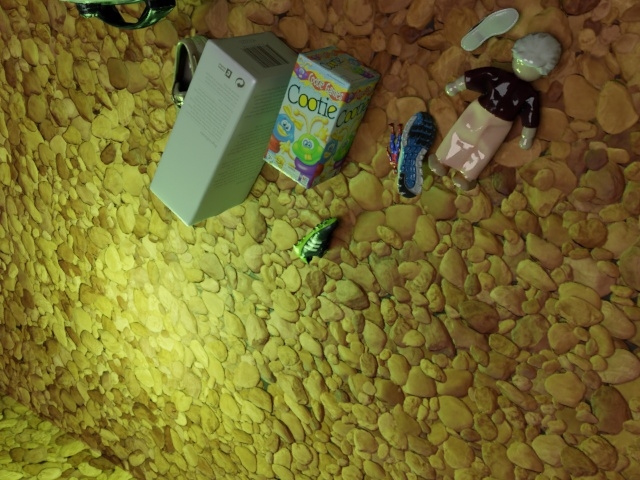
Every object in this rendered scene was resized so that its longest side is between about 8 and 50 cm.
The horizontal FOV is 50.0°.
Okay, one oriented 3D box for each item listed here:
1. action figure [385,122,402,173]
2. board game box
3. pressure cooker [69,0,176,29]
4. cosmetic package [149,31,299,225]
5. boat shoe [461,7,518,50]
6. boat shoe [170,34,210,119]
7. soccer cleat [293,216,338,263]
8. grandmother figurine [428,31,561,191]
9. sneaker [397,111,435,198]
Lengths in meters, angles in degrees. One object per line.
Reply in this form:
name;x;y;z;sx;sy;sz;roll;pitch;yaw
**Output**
action figure;0.170;-0.207;1.562;0.038;0.030;0.115;7;115;27
board game box;0.001;-0.281;1.573;0.142;0.144;0.275;35;126;17
pressure cooker;-0.474;-0.701;1.573;0.376;0.370;0.420;-6;112;-1
cosmetic package;-0.226;-0.270;1.684;0.161;0.230;0.453;42;127;14
boat shoe;0.334;-0.419;1.351;0.046;0.038;0.125;46;132;-14
boat shoe;-0.349;-0.385;1.803;0.109;0.098;0.302;27;123;23
soccer cleat;0.000;0.000;1.753;0.072;0.060;0.179;48;136;-4
grandmother figurine;0.348;-0.266;1.374;0.208;0.104;0.342;28;124;-10
sneaker;0.201;-0.191;1.523;0.071;0.083;0.190;12;98;-5
